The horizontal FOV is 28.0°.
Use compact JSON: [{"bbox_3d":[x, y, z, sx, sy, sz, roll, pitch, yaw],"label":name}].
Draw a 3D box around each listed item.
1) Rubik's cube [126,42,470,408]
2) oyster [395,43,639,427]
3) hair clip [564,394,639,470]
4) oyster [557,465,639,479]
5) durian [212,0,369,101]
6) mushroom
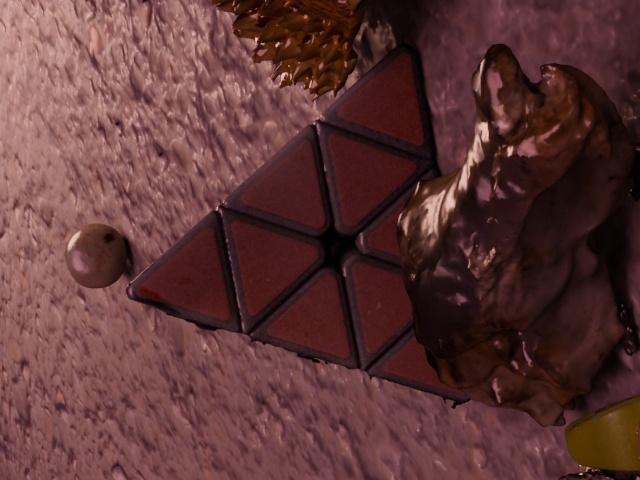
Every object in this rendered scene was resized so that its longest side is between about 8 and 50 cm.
[{"bbox_3d":[0.001,0.001,1.114,0.228,0.233,0.229,-6,144,23],"label":"Rubik's cube"},{"bbox_3d":[0.144,0.005,0.904,0.198,0.133,0.337,42,146,20],"label":"oyster"},{"bbox_3d":[0.233,0.131,0.897,0.188,0.033,0.060,-27,81,53],"label":"hair clip"},{"bbox_3d":[0.214,0.215,0.959,0.166,0.053,0.108,14,109,56],"label":"oyster"},{"bbox_3d":[-0.032,-0.227,1.073,0.195,0.185,0.305,77,169,-58],"label":"durian"},{"bbox_3d":[-0.287,0.021,1.670,0.079,0.085,0.085,10,-120,-77],"label":"mushroom"}]
